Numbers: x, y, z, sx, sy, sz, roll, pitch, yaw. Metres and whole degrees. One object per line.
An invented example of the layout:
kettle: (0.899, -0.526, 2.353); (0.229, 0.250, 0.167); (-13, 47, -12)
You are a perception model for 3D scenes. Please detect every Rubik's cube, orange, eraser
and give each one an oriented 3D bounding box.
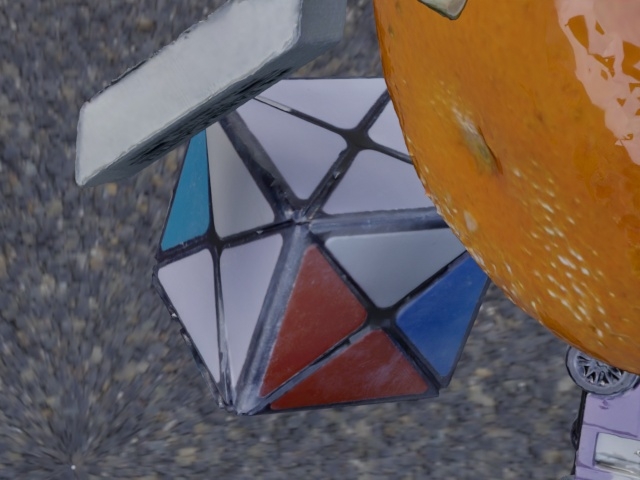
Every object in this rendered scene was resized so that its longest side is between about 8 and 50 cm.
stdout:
Rubik's cube: (0.000, 0.000, 1.836); (0.307, 0.305, 0.310); (-3, 39, -28)
orange: (0.231, -0.121, 0.988); (0.326, 0.424, 0.424); (-29, 87, -18)
eraser: (-0.112, -0.168, 1.569); (0.352, 0.111, 0.077); (-30, 83, 27)

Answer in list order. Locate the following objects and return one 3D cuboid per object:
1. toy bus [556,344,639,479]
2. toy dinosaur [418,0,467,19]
toy bus: (0.397, 0.212, 1.726); (0.249, 0.209, 0.440); (12, 118, 16)
toy dinosaur: (0.031, -0.159, 0.550); (0.162, 0.039, 0.126); (33, 93, 6)
